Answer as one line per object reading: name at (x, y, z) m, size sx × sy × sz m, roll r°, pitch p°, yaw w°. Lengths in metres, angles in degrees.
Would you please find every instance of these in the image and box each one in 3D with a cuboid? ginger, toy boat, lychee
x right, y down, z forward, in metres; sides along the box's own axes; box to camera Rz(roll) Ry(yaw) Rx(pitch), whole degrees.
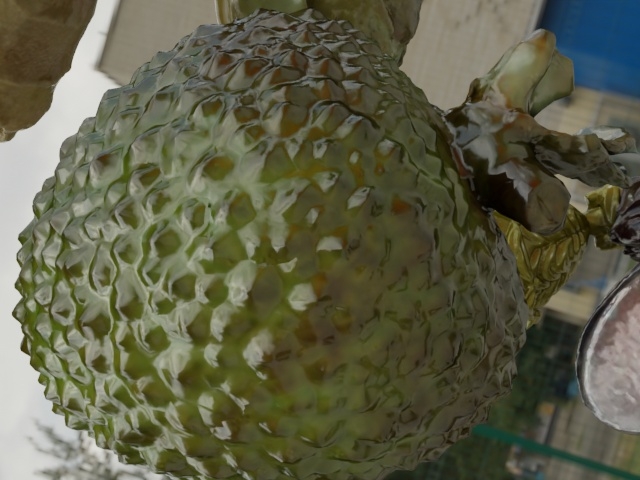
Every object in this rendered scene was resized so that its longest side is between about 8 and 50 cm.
ginger at (-0.241, -0.243, 1.089) m, size 0.354 × 0.126 × 0.190 m, roll -62°, pitch -23°, yaw 13°
toy boat at (0.345, 0.096, 1.230) m, size 0.085 × 0.155 × 0.227 m, roll -12°, pitch -34°, yaw -53°
lychee at (-0.010, 0.005, 0.690) m, size 0.270 × 0.320 × 0.270 m, roll 28°, pitch -129°, yaw -41°

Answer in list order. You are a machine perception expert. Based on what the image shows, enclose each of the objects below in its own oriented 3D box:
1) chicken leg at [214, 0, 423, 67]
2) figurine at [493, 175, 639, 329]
chicken leg at (-0.034, -0.270, 0.880) m, size 0.201 × 0.153 × 0.429 m, roll -34°, pitch -50°, yaw -16°
figurine at (0.283, -0.017, 1.296) m, size 0.168 × 0.315 × 0.187 m, roll 80°, pitch 173°, yaw -67°
